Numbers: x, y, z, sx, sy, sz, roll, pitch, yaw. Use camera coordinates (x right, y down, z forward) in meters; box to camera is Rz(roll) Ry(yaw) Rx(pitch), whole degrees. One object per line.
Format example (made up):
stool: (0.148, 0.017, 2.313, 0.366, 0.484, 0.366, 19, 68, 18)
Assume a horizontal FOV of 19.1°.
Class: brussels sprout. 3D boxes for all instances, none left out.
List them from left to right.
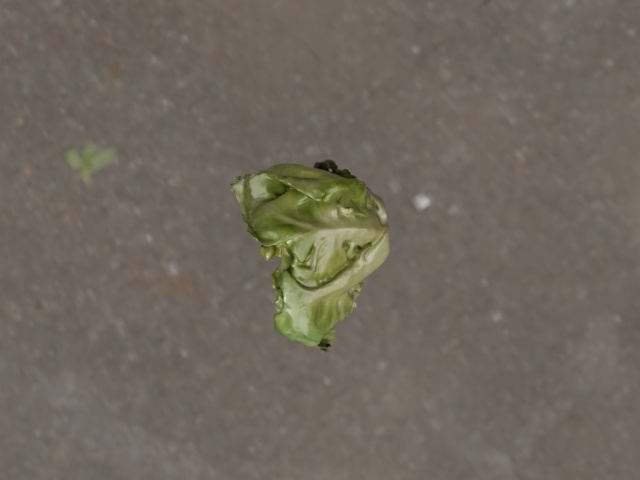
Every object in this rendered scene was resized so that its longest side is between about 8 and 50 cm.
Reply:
brussels sprout: (0.000, 0.000, 0.775, 0.058, 0.085, 0.085, -18, 135, -3)
